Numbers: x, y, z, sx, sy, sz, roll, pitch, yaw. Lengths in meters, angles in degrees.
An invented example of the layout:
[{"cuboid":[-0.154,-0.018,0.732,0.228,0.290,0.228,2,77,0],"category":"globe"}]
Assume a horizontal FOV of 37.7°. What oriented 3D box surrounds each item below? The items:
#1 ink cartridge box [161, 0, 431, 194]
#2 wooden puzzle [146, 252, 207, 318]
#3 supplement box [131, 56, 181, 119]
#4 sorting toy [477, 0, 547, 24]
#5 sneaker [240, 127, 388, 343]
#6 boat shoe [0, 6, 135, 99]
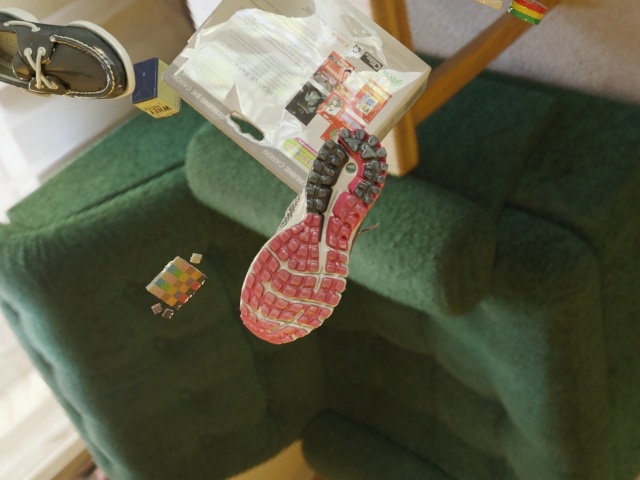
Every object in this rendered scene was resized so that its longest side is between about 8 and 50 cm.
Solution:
[{"cuboid":[-0.038,-0.241,1.432,0.309,0.272,0.130,40,177,6],"category":"ink cartridge box"},{"cuboid":[-0.157,0.047,1.022,0.049,0.083,0.006,41,-176,-41],"category":"wooden puzzle"},{"cuboid":[-0.307,-0.285,1.763,0.056,0.083,0.083,-10,160,26],"category":"supplement box"},{"cuboid":[0.168,-0.369,1.242,0.275,0.132,0.046,18,115,-12],"category":"sorting toy"},{"cuboid":[0.000,0.000,1.227,0.121,0.299,0.112,31,179,0],"category":"sneaker"},{"cuboid":[-0.375,-0.240,1.257,0.303,0.091,0.114,17,125,35],"category":"boat shoe"}]
